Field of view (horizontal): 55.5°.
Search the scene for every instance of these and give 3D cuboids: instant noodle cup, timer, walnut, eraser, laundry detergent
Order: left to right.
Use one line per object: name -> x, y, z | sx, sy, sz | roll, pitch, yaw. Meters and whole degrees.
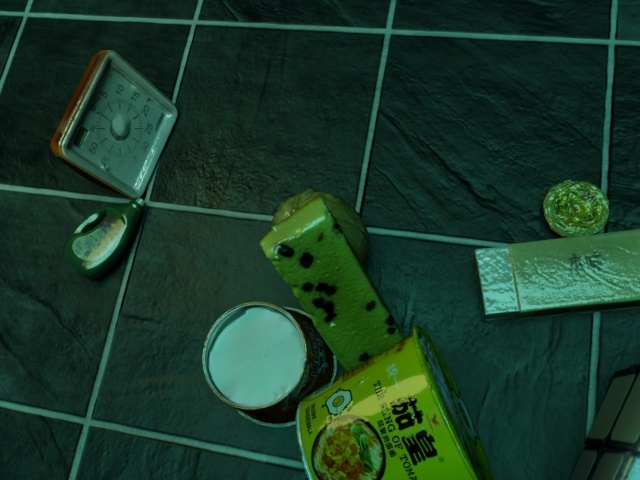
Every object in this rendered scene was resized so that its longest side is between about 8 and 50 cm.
timer -> -0.477, -0.259, 1.364 | 0.161, 0.250, 0.257 | 17, 77, 15
laundry detergent -> -0.486, -0.021, 1.392 | 0.137, 0.063, 0.211 | 36, 82, 25
instant noodle cup -> -0.103, 0.233, 1.174 | 0.251, 0.192, 0.250 | -3, 73, 10
walnut -> 0.000, 0.000, 1.224 | 0.214, 0.213, 0.213 | -3, 73, 9
instant noodle cup -> 0.125, 0.343, 1.054 | 0.254, 0.325, 0.325 | -26, 70, 12
eraser -> 0.480, 0.068, 1.182 | 0.344, 0.078, 0.144 | -8, 71, 8

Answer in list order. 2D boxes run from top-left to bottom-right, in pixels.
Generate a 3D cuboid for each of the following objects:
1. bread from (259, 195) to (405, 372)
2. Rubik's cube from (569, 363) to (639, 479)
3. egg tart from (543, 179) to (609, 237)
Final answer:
bread -> 0.030, 0.097, 1.124 | 0.138, 0.361, 0.077 | -31, 32, 2
Rubik's cube -> 0.586, 0.396, 0.936 | 0.319, 0.316, 0.313 | 26, 79, 18
egg tart -> 0.513, -0.059, 1.230 | 0.129, 0.049, 0.128 | -3, 72, 9
